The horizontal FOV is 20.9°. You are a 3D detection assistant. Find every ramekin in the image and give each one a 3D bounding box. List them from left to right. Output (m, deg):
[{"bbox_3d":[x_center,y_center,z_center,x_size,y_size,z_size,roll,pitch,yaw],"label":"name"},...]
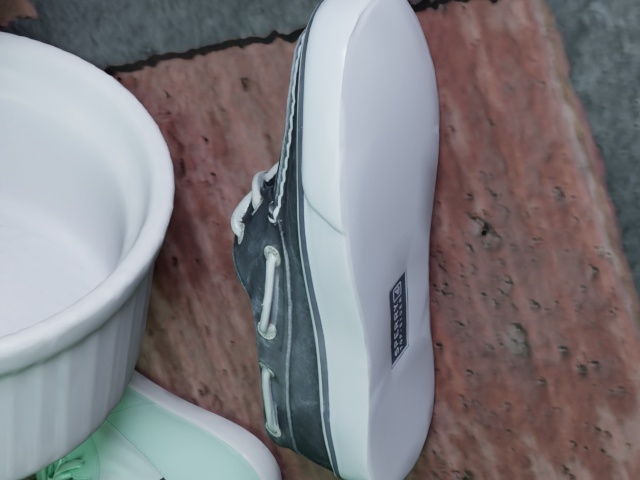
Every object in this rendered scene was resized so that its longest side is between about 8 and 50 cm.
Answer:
[{"bbox_3d":[-0.223,0.013,0.970,0.277,0.277,0.135,27,136,20],"label":"ramekin"}]

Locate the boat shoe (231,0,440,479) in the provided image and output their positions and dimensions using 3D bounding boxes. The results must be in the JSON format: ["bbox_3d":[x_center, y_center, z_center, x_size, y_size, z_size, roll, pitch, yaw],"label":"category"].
[{"bbox_3d":[0.000,0.000,0.918,0.102,0.108,0.301,16,132,25],"label":"boat shoe"}]

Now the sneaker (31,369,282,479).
[{"bbox_3d":[-0.169,0.142,1.087,0.255,0.151,0.094,19,128,27],"label":"sneaker"}]
